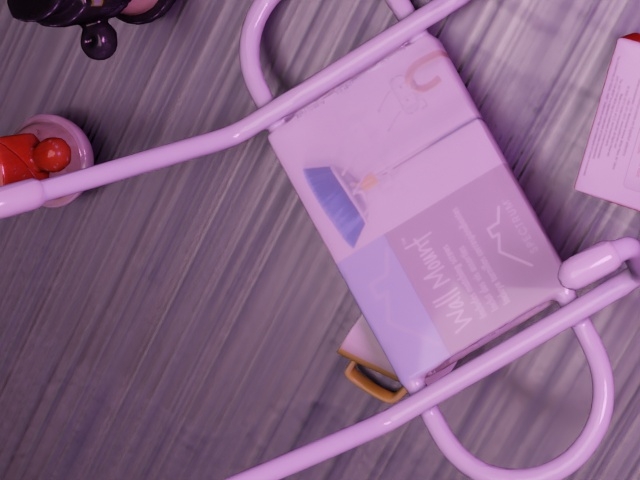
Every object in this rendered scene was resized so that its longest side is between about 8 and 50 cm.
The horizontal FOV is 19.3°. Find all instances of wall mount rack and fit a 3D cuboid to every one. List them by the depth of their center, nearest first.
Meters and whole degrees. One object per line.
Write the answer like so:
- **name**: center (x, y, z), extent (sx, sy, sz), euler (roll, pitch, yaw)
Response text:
- **wall mount rack**: center (0.000, 0.000, 1.052), extent (0.304, 0.130, 0.350), euler (-31, 73, 10)

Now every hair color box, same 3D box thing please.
- **hair color box**: center (0.237, -0.049, 1.054), extent (0.167, 0.053, 0.093), euler (19, 106, 16)

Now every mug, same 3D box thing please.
- **mug**: center (0.052, 0.061, 1.143), extent (0.064, 0.078, 0.062), euler (32, 71, 2)

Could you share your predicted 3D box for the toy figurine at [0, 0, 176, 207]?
- **toy figurine**: center (-0.214, -0.135, 1.152), extent (0.209, 0.148, 0.213), euler (31, 110, 18)
